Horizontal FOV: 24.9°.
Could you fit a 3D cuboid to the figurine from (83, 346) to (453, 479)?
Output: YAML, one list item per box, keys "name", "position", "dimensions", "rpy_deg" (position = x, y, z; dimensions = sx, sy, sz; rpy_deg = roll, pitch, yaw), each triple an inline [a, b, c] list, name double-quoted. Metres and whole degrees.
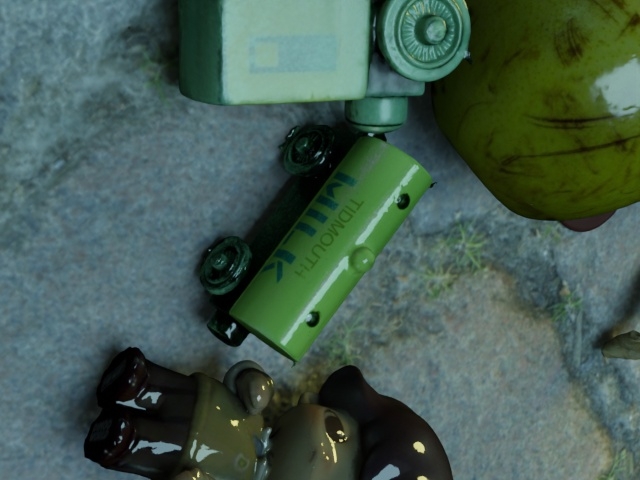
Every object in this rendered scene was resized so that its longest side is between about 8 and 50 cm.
- name: "figurine"
  position: [-0.026, 0.203, 1.363]
  dimensions: [0.206, 0.218, 0.365]
  rpy_deg: [-35, 127, 26]

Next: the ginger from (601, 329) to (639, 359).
- name: "ginger"
  position: [0.430, 0.037, 1.677]
  dimensions: [0.288, 0.075, 0.089]
  rpy_deg: [-50, 129, -14]

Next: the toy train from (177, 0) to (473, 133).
- name: "toy train"
  position: [0.001, -0.286, 1.248]
  dimensions: [0.253, 0.160, 0.397]
  rpy_deg: [-4, 105, -22]

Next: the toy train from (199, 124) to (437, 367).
- name: "toy train"
  position: [0.000, 0.000, 1.336]
  dimensions: [0.253, 0.157, 0.105]
  rpy_deg: [-53, 127, -9]

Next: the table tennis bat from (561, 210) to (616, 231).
- name: "table tennis bat"
  position: [0.317, -0.073, 1.596]
  dimensions: [0.154, 0.019, 0.098]
  rpy_deg: [-37, 121, -14]

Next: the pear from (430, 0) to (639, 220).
- name: "pear"
  position: [0.243, -0.149, 1.386]
  dimensions: [0.283, 0.283, 0.284]
  rpy_deg: [-10, 111, -29]
